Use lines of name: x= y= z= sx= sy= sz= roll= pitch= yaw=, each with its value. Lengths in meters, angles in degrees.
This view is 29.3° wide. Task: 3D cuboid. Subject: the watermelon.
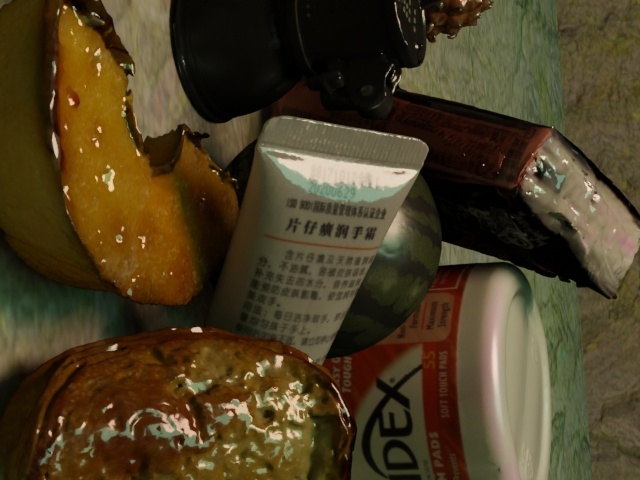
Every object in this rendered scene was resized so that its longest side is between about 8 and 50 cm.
watermelon: x=0.000 y=0.000 z=1.056 sx=0.212 sy=0.212 sz=0.212 roll=-5 pitch=90 yaw=-69

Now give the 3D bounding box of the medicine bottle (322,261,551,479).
medicine bottle: x=0.090 y=0.153 z=1.209 sx=0.252 sy=0.241 sz=0.252 roll=-5 pitch=90 yaw=-68

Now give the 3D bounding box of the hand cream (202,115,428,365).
hand cream: x=-0.035 y=0.052 z=0.914 sx=0.140 sy=0.314 sz=0.089 roll=9 pitch=30 yaw=-33

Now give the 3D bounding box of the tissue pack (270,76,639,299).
tissue pack: x=0.131 y=-0.070 z=1.200 sx=0.245 sy=0.332 sz=0.123 roll=36 pitch=79 yaw=-46

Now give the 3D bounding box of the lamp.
lamp: x=0.003 y=-0.181 z=1.072 sx=0.147 sy=0.227 sz=0.172 roll=49 pitch=41 yaw=-57

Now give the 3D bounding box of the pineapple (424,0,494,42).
pineapple: x=0.147 y=-0.328 z=1.527 sx=0.166 sy=0.193 sz=0.166 roll=19 pitch=68 yaw=-59

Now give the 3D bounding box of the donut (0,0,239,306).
donut: x=-0.150 y=-0.036 z=0.819 sx=0.259 sy=0.101 sz=0.152 roll=59 pitch=34 yaw=-52

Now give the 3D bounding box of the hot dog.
hot dog: x=-0.108 y=0.149 z=0.823 sx=0.259 sy=0.114 sz=0.175 roll=1 pitch=102 yaw=-33
